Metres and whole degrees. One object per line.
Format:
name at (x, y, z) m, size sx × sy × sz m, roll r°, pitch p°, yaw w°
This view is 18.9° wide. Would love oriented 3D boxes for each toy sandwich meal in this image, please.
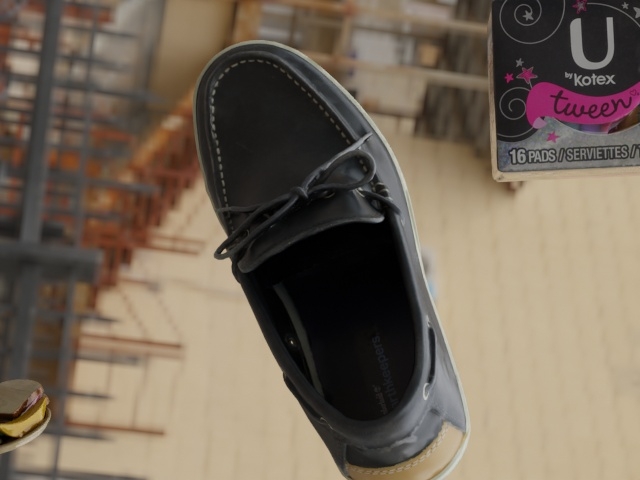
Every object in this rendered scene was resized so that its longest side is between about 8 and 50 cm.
toy sandwich meal at (-0.251, 0.140, 1.519) m, size 0.085 × 0.085 × 0.029 m, roll -110°, pitch -177°, yaw -71°

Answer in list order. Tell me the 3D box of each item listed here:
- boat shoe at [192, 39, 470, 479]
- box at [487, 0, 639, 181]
boat shoe at (0.000, 0.000, 1.801) m, size 0.156 × 0.187 × 0.500 m, roll 56°, pitch 11°, yaw -62°
box at (0.259, -0.126, 1.537) m, size 0.163 × 0.247 × 0.142 m, roll 16°, pitch 71°, yaw -86°
